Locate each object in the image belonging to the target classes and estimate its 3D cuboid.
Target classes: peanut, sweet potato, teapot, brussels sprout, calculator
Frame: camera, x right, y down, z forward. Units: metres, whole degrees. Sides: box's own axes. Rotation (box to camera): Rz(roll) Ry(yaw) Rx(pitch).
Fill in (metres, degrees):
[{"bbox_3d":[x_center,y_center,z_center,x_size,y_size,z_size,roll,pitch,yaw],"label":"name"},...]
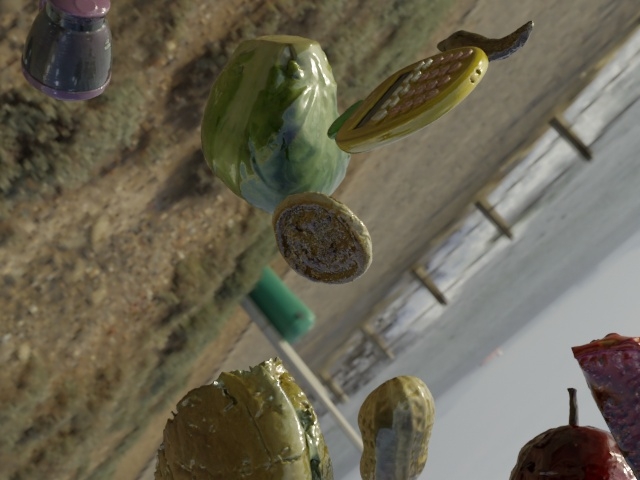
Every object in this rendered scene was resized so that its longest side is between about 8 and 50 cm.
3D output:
[{"bbox_3d":[0.087,0.245,1.288,0.083,0.093,0.194,-50,155,-52],"label":"peanut"},{"bbox_3d":[0.183,-0.223,1.204,0.038,0.041,0.153,-4,-175,-35],"label":"sweet potato"},{"bbox_3d":[-0.317,-0.271,1.357,0.148,0.116,0.146,-88,-163,-46],"label":"teapot"},{"bbox_3d":[-0.087,-0.234,2.184,0.315,0.371,0.276,-23,-155,-35],"label":"brussels sprout"},{"bbox_3d":[0.090,-0.151,1.149,0.146,0.032,0.235,-50,-160,-28],"label":"calculator"}]

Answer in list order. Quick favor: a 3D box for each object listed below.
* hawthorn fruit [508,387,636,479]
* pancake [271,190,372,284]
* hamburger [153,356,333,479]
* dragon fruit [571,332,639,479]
[{"bbox_3d":[0.368,0.345,1.492,0.230,0.210,0.266,66,30,-70],"label":"hawthorn fruit"},{"bbox_3d":[0.000,0.000,1.421,0.028,0.158,0.158,-48,177,-43],"label":"pancake"},{"bbox_3d":[-0.084,0.289,1.195,0.132,0.211,0.309,-11,148,-34],"label":"hamburger"},{"bbox_3d":[0.401,0.197,1.234,0.134,0.262,0.211,-28,-174,8],"label":"dragon fruit"}]
